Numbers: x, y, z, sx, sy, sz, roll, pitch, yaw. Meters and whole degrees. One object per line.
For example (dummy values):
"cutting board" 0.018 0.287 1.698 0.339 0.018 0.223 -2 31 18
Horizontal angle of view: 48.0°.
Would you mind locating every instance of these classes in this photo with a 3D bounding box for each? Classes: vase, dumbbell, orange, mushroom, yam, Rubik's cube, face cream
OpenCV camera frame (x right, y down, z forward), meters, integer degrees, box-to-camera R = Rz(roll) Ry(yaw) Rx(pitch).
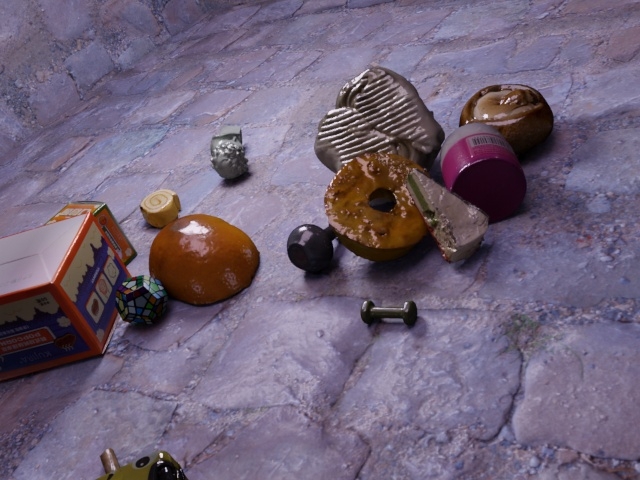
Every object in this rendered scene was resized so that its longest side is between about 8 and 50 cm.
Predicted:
"vase" 0.000 0.000 1.760 0.120 0.120 0.183 5 28 38
"dumbbell" 0.142 0.150 1.499 0.118 0.046 0.052 -2 43 30
"orange" -0.321 0.052 1.905 0.274 0.274 0.310 -43 6 -27
"mushroom" 0.476 -0.306 1.847 0.253 0.153 0.253 -15 33 10
"yam" -0.407 0.462 1.415 0.032 0.032 0.145 -31 34 -11
"Rubik's cube" -0.453 0.152 1.820 0.133 0.133 0.112 -10 59 21
"face cream" 0.374 -0.161 1.680 0.175 0.175 0.195 -17 32 12

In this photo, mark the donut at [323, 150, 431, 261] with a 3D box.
"donut" 0.143 -0.071 1.690 0.278 0.108 0.277 0 57 1

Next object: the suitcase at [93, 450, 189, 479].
"suitcase" -0.316 0.489 1.209 0.235 0.143 0.194 -25 31 -1

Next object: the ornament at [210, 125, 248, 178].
"ornament" -0.305 -0.290 2.374 0.120 0.130 0.285 -9 23 -6

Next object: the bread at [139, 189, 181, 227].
"bread" -0.504 -0.108 2.269 0.122 0.073 0.149 -36 34 -22

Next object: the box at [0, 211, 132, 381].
"box" -0.727 0.147 1.872 0.349 0.257 0.318 -16 34 12

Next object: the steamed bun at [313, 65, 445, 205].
"steamed bun" 0.172 -0.270 1.899 0.324 0.219 0.309 45 108 20

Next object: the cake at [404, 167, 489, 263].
"cake" 0.288 -0.070 1.593 0.117 0.086 0.220 -18 67 -17

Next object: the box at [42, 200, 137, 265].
"box" -0.676 0.001 2.106 0.177 0.195 0.148 2 40 36
